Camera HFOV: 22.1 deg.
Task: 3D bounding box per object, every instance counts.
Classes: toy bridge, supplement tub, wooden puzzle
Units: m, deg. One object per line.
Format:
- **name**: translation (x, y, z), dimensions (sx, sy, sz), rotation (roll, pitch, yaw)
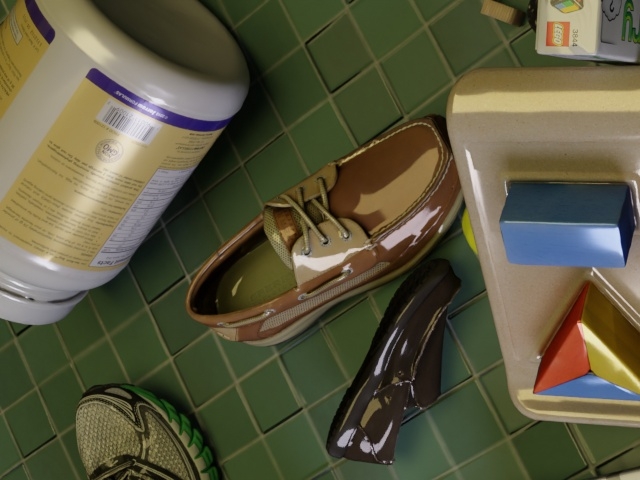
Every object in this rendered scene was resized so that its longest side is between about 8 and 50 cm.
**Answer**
- **toy bridge**: translation (0.183, -0.293, 1.488), dimensions (0.063, 0.026, 0.188), rotation (26, 104, 31)
- **supplement tub**: translation (-0.251, -0.101, 1.649), dimensions (0.241, 0.241, 0.331), rotation (49, 116, 22)
- **wooden puzzle**: translation (0.273, 0.029, 1.283), dimensions (0.322, 0.080, 0.348), rotation (2, 129, 23)

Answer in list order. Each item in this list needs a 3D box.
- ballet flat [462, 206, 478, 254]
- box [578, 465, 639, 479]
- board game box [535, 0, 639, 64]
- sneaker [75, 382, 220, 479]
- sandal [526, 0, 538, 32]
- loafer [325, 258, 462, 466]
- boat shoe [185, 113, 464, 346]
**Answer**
- **ballet flat**: translation (0.209, 0.021, 1.452), dimensions (0.231, 0.077, 0.077), rotation (32, 110, 28)
- **box**: translation (0.238, 0.284, 1.443), dimensions (0.186, 0.038, 0.145), rotation (-16, 83, 20)
- **board game box**: translation (0.257, -0.230, 1.276), dimensions (0.053, 0.305, 0.193), rotation (6, 95, 32)
- **sneaker**: translation (-0.172, 0.305, 1.669), dimensions (0.134, 0.146, 0.344), rotation (-31, 75, 30)
- **sandal**: translation (0.240, -0.257, 1.450), dimensions (0.067, 0.040, 0.179), rotation (48, 130, 28)
- **loafer**: translation (0.082, 0.118, 1.550), dimensions (0.078, 0.080, 0.220), rotation (26, 107, -4)
- **boat shoe**: translation (0.000, 0.000, 1.555), dimensions (0.324, 0.120, 0.123), rotation (-41, 63, 27)
